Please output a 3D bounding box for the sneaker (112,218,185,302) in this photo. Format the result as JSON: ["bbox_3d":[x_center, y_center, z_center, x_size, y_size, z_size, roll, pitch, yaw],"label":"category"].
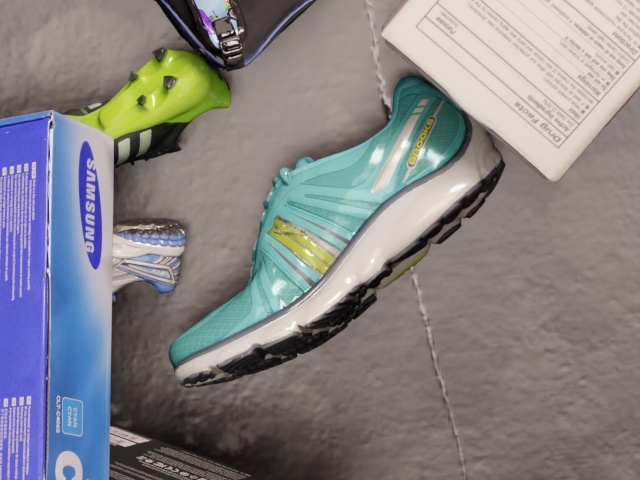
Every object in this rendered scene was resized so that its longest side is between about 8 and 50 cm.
[{"bbox_3d":[-0.162,0.019,1.347,0.135,0.052,0.058,0,105,2],"label":"sneaker"}]

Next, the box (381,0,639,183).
[{"bbox_3d":[0.167,-0.176,1.238,0.148,0.127,0.232,40,100,-5],"label":"box"}]

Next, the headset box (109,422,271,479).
[{"bbox_3d":[-0.123,0.293,1.307,0.246,0.131,0.283,17,103,29],"label":"headset box"}]

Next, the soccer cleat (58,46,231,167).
[{"bbox_3d":[-0.141,-0.070,1.325,0.179,0.072,0.060,-28,57,22],"label":"soccer cleat"}]

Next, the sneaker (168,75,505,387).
[{"bbox_3d":[0.000,0.000,1.329,0.275,0.107,0.110,-41,78,4],"label":"sneaker"}]

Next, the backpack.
[{"bbox_3d":[-0.064,-0.220,1.264,0.158,0.117,0.173,-43,97,9],"label":"backpack"}]

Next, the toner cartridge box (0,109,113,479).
[{"bbox_3d":[-0.221,0.101,1.242,0.165,0.075,0.347,-7,76,27],"label":"toner cartridge box"}]
